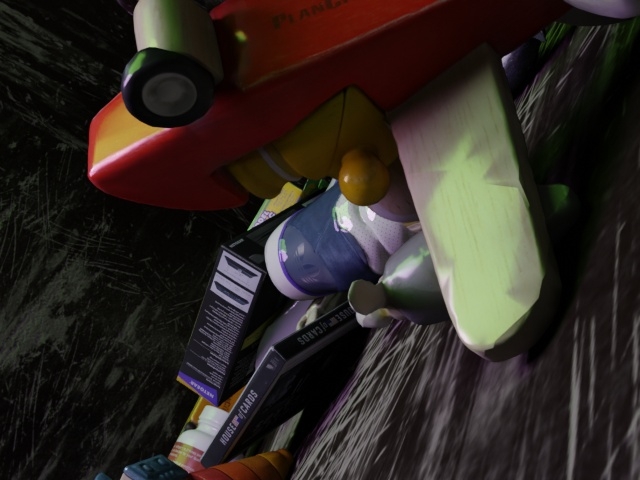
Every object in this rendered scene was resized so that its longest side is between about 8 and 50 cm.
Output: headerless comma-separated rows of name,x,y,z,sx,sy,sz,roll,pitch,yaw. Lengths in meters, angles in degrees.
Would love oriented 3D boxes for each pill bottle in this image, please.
pill bottle,-0.187,0.371,1.596,0.216,0.121,0.121,-63,4,-19

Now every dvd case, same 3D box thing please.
dvd case,-0.039,0.170,1.244,0.179,0.029,0.239,-28,-23,-46

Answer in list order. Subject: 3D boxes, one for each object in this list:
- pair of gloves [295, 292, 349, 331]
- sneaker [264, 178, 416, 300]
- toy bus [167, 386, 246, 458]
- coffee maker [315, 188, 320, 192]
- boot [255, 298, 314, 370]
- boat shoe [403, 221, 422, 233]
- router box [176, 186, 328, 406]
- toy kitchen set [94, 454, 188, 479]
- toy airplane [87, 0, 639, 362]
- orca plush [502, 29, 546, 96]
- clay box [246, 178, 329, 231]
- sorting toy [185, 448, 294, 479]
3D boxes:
pair of gloves,0.018,0.022,1.271,0.204,0.042,0.240,-54,-21,-35
sneaker,0.106,-0.057,1.081,0.236,0.130,0.323,-25,11,44
toy bus,-0.198,0.349,2.021,0.333,0.108,0.130,-64,3,-24
coffee maker,0.000,0.000,2.032,0.178,0.120,0.171,-59,-19,22
boot,0.002,0.096,1.487,0.258,0.095,0.123,-58,-9,11
boat shoe,0.127,-0.025,0.851,0.056,0.049,0.152,-61,21,-17
router box,-0.069,0.076,1.552,0.309,0.081,0.243,-32,-32,-57
toy kitchen set,-0.125,0.291,1.057,0.122,0.207,0.166,-61,-18,8
toy airplane,0.066,-0.124,0.762,0.386,0.384,0.272,-54,-34,-23
orca plush,0.180,-0.208,1.115,0.102,0.151,0.287,-28,-15,-26
clay box,-0.069,-0.011,1.641,0.222,0.053,0.127,-60,-17,1
sorting toy,-0.121,0.339,1.297,0.126,0.127,0.365,-36,-9,-33
